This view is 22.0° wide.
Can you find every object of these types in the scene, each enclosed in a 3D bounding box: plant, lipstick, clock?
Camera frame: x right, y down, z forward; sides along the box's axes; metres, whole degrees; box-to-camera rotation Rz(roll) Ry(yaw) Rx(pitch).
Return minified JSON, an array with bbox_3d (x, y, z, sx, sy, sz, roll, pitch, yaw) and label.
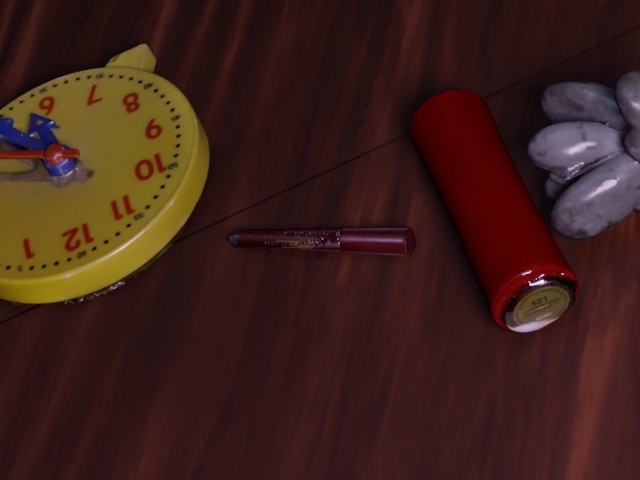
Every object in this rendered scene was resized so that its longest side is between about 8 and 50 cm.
[{"bbox_3d":[0.308,-0.083,1.344,0.274,0.149,0.146,-11,49,18],"label":"plant"},{"bbox_3d":[0.145,-0.029,1.414,0.080,0.080,0.241,-24,49,3],"label":"lipstick"},{"bbox_3d":[0.000,0.000,1.489,0.176,0.027,0.027,1,54,25],"label":"lipstick"},{"bbox_3d":[-0.249,-0.069,1.616,0.277,0.071,0.293,-29,48,-1],"label":"clock"}]
